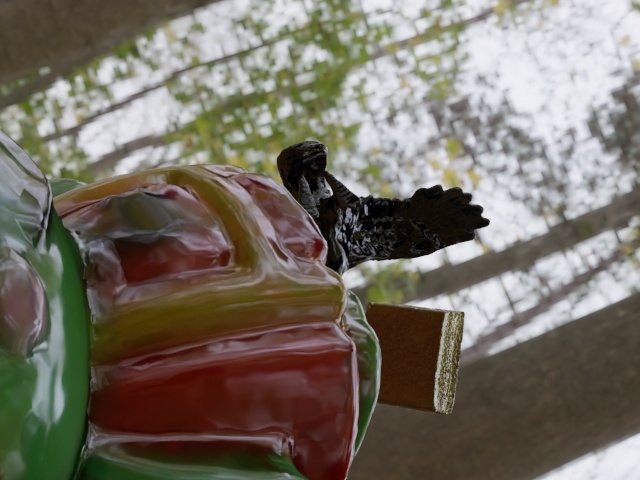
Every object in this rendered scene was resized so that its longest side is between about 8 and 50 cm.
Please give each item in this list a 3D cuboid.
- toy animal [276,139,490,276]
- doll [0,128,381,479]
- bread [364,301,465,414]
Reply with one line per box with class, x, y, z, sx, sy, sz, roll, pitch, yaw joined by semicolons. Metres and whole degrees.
toy animal;0.000;0.000;0.858;0.062;0.220;0.108;-125;-160;-45
doll;-0.153;0.033;0.392;0.160;0.363;0.183;-58;-135;24
bread;0.077;0.101;1.266;0.094;0.035;0.090;5;-94;45
